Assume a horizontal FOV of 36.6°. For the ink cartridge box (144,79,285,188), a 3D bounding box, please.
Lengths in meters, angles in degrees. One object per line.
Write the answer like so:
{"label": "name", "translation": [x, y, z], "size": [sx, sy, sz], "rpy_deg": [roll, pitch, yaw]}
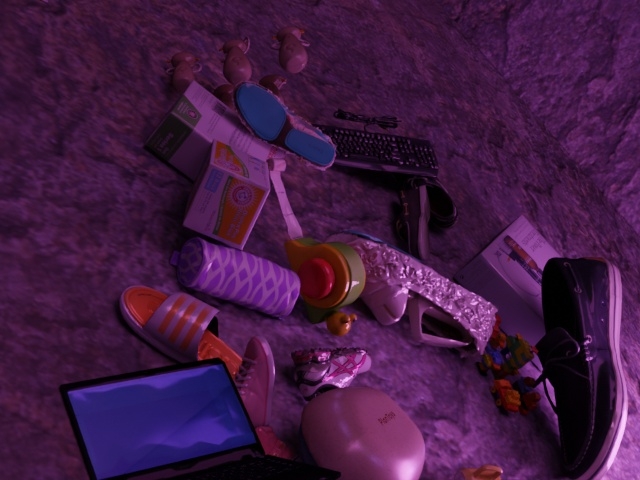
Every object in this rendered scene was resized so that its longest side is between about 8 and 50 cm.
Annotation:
{"label": "ink cartridge box", "translation": [-0.184, -0.166, 1.744], "size": [0.219, 0.092, 0.160], "rpy_deg": [38, 28, -13]}

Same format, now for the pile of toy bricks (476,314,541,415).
{"label": "pile of toy bricks", "translation": [0.383, 0.236, 1.914], "size": [0.118, 0.105, 0.212], "rpy_deg": [21, 36, -35]}

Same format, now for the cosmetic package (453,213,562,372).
{"label": "cosmetic package", "translation": [0.486, 0.109, 2.230], "size": [0.284, 0.097, 0.377], "rpy_deg": [49, 29, 5]}

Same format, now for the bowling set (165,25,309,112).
{"label": "bowling set", "translation": [-0.155, -0.300, 1.931], "size": [0.287, 0.200, 0.154], "rpy_deg": [-8, 36, -2]}

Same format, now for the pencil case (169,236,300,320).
{"label": "pencil case", "translation": [-0.128, 0.059, 1.531], "size": [0.206, 0.086, 0.088], "rpy_deg": [24, 0, -35]}

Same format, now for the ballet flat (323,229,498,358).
{"label": "ballet flat", "translation": [0.176, 0.113, 1.805], "size": [0.409, 0.147, 0.147], "rpy_deg": [26, 33, -28]}

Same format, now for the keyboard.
{"label": "keyboard", "translation": [0.115, -0.231, 2.192], "size": [0.317, 0.033, 0.201], "rpy_deg": [5, 45, -28]}

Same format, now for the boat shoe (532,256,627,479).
{"label": "boat shoe", "translation": [0.504, 0.244, 1.923], "size": [0.156, 0.187, 0.500], "rpy_deg": [15, 58, -9]}

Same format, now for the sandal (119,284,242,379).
{"label": "sandal", "translation": [-0.162, 0.136, 1.387], "size": [0.265, 0.076, 0.102], "rpy_deg": [38, 29, -10]}

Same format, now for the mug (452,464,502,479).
{"label": "mug", "translation": [0.254, 0.393, 1.582], "size": [0.064, 0.078, 0.062], "rpy_deg": [18, 6, -24]}

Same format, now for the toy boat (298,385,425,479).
{"label": "toy boat", "translation": [0.085, 0.352, 1.360], "size": [0.318, 0.148, 0.267], "rpy_deg": [48, 16, 19]}

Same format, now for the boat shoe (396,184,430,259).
{"label": "boat shoe", "translation": [0.199, -0.035, 2.087], "size": [0.227, 0.069, 0.081], "rpy_deg": [-80, 159, -52]}

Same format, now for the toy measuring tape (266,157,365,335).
{"label": "toy measuring tape", "translation": [0.000, 0.000, 1.648], "size": [0.121, 0.121, 0.330], "rpy_deg": [-6, 77, -55]}

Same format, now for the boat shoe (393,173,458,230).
{"label": "boat shoe", "translation": [0.235, -0.130, 2.222], "size": [0.233, 0.084, 0.079], "rpy_deg": [54, 4, 16]}

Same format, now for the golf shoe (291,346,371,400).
{"label": "golf shoe", "translation": [0.019, 0.213, 1.544], "size": [0.186, 0.067, 0.086], "rpy_deg": [4, 76, -52]}

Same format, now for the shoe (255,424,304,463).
{"label": "shoe", "translation": [-0.090, 0.304, 1.275], "size": [0.081, 0.063, 0.178], "rpy_deg": [47, 23, 10]}

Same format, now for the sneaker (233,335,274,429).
{"label": "sneaker", "translation": [-0.105, 0.201, 1.344], "size": [0.070, 0.134, 0.051], "rpy_deg": [-3, 8, -35]}

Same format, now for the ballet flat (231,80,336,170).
{"label": "ballet flat", "translation": [-0.076, -0.206, 1.783], "size": [0.241, 0.091, 0.077], "rpy_deg": [37, -7, -24]}

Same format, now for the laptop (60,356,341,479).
{"label": "laptop", "translation": [-0.149, 0.228, 1.157], "size": [0.234, 0.264, 0.136], "rpy_deg": [-7, 90, -34]}

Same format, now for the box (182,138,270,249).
{"label": "box", "translation": [-0.152, -0.079, 1.573], "size": [0.103, 0.114, 0.203], "rpy_deg": [23, 14, -11]}
